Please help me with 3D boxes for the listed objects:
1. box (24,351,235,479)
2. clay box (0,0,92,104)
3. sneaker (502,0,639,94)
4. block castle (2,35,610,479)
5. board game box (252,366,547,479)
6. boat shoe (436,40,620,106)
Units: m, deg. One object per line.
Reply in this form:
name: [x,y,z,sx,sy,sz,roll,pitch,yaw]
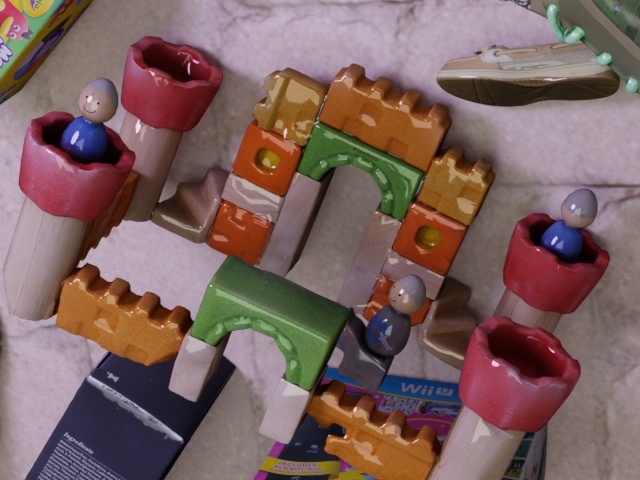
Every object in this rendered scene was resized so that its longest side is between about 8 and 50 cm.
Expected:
box: [-0.191,0.193,1.651,0.108,0.153,0.207,34,119,1]
clay box: [-0.263,-0.180,1.526,0.053,0.127,0.222,42,119,-2]
sneaker: [0.237,-0.194,1.366,0.182,0.158,0.410,-15,101,34]
block castle: [0.000,0.000,1.421,0.453,0.303,0.213,25,117,5]
board game box: [0.060,0.229,1.499,0.224,0.303,0.097,6,114,15]
boat shoe: [0.172,-0.145,1.450,0.153,0.056,0.048,-2,68,23]
